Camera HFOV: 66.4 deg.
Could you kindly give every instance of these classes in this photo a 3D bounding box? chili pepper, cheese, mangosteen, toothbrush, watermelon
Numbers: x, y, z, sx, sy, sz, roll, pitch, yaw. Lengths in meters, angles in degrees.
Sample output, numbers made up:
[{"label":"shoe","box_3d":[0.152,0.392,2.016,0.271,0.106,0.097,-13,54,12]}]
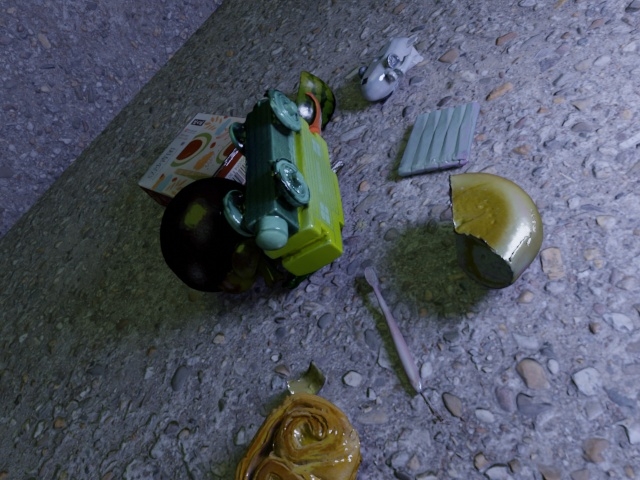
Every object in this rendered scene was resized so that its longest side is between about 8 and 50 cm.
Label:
[{"label":"chili pepper","box_3d":[0.000,0.000,1.193,0.122,0.065,0.278,8,62,39]},{"label":"cheese","box_3d":[-0.031,0.290,0.987,0.084,0.041,0.060,-33,48,-15]},{"label":"mangosteen","box_3d":[-0.238,-0.019,1.210,0.314,0.297,0.296,-15,48,28]},{"label":"toothbrush","box_3d":[0.143,0.169,0.981,0.025,0.029,0.307,-30,45,11]},{"label":"watermelon","box_3d":[-0.016,-0.437,1.571,0.129,0.159,0.303,10,54,-5]}]

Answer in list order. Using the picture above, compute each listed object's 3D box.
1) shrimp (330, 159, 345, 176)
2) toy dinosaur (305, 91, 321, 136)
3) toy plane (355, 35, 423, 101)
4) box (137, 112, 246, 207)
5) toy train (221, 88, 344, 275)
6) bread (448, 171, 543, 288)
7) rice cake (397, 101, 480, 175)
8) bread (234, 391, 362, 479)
[{"label":"shrimp","box_3d":[-0.021,-0.089,1.299,0.296,0.058,0.169,-44,51,-1]},{"label":"toy dinosaur","box_3d":[-0.034,-0.313,1.438,0.055,0.102,0.279,155,108,-64]},{"label":"toy plane","box_3d":[0.205,-0.505,1.445,0.245,0.117,0.244,-36,30,25]},{"label":"box","box_3d":[-0.381,-0.250,1.633,0.385,0.122,0.344,19,68,44]},{"label":"toy train","box_3d":[-0.072,-0.131,1.101,0.179,0.272,0.442,-28,46,24]},{"label":"bread","box_3d":[0.330,-0.019,0.923,0.156,0.158,0.260,-8,50,17]},{"label":"rice cake","box_3d":[0.296,-0.249,1.214,0.189,0.037,0.198,-7,52,32]},{"label":"bread","box_3d":[-0.040,0.389,0.851,0.198,0.120,0.236,19,67,42]}]
